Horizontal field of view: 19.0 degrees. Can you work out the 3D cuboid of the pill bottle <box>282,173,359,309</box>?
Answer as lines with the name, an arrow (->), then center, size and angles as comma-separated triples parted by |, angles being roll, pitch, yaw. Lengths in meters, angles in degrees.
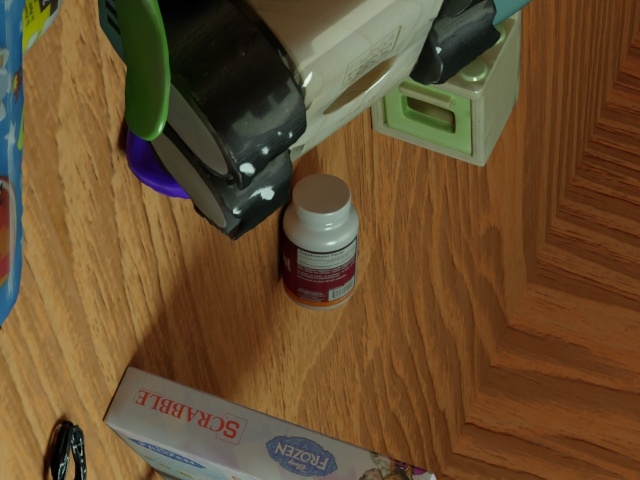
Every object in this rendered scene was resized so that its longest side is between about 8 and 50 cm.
pill bottle -> 0.000, 0.000, 2.139 | 0.152, 0.086, 0.086 | 92, 23, -46

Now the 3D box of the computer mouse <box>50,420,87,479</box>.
computer mouse -> -0.252, 0.278, 1.724 | 0.071, 0.041, 0.242 | -5, 107, -71

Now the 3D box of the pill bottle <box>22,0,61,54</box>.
pill bottle -> -0.249, -0.113, 1.113 | 0.117, 0.117, 0.215 | 93, 22, -44

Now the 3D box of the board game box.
board game box -> -0.026, 0.244, 1.914 | 0.318, 0.318, 0.066 | 66, 44, -69

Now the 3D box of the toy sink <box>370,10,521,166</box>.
toy sink -> 0.144, -0.214, 2.256 | 0.234, 0.153, 0.131 | 84, 30, -59

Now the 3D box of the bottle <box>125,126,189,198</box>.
bottle -> -0.082, -0.102, 1.733 | 0.283, 0.092, 0.118 | -15, 123, -71

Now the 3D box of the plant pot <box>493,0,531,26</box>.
plant pot -> 0.098, -0.300, 1.814 | 0.255, 0.271, 0.271 | -46, 159, -10

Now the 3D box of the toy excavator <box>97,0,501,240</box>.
toy excavator -> -0.098, -0.263, 1.073 | 0.222, 0.445, 0.433 | -38, 173, -11

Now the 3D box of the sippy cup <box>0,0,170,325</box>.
sippy cup -> -0.240, -0.055, 0.916 | 0.240, 0.305, 0.224 | -60, 148, -64
